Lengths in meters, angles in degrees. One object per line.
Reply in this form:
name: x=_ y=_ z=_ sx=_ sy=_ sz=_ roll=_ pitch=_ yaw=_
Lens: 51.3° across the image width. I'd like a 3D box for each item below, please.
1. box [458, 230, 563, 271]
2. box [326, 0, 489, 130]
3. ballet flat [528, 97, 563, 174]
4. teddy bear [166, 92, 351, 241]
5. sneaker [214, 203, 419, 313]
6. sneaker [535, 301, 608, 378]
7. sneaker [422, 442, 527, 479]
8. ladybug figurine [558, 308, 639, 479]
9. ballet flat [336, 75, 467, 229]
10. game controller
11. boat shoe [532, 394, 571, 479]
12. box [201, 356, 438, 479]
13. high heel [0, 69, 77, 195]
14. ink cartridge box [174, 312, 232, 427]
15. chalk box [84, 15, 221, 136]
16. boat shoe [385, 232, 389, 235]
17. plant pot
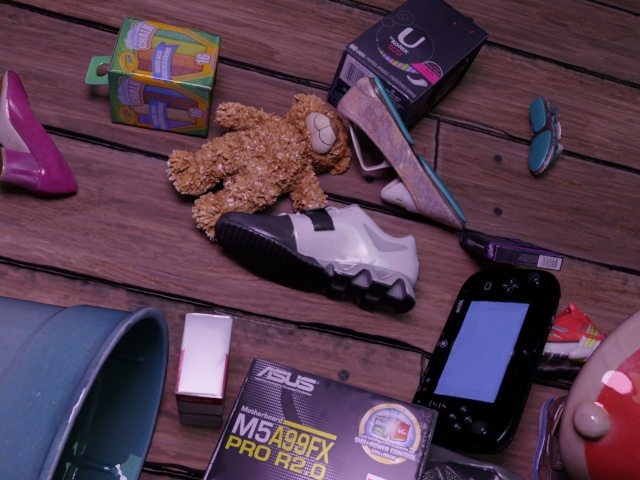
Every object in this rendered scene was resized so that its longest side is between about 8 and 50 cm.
box: x=0.313 y=0.015 z=1.115 sx=0.116 sy=0.162 sz=0.029 roll=9 pitch=100 yaw=-9
box: x=0.166 y=-0.332 z=1.270 sx=0.165 sy=0.143 sz=0.270 roll=40 pitch=59 yaw=9
ballet flat: x=0.452 y=-0.202 z=1.322 sx=0.070 sy=0.070 sz=0.189 roll=15 pitch=62 yaw=-6
teddy bear: x=-0.088 y=-0.135 z=1.114 sx=0.337 sy=0.113 sz=0.245 roll=-12 pitch=67 yaw=-20
sneaker: x=0.000 y=0.000 z=1.055 sx=0.330 sy=0.122 sz=0.146 roll=19 pitch=60 yaw=-10
sneaker: x=0.436 y=0.158 z=1.090 sx=0.278 sy=0.107 sz=0.118 roll=9 pitch=54 yaw=-10
sneaker: x=0.189 y=0.363 z=0.921 sx=0.227 sy=0.087 sz=0.130 roll=17 pitch=60 yaw=-1
ladybug figurine: x=0.500 y=0.233 z=0.925 sx=0.449 sy=0.305 sz=0.162 roll=-2 pitch=19 yaw=-38
ballet flat: x=0.134 y=-0.132 z=1.163 sx=0.106 sy=0.107 sz=0.316 roll=-32 pitch=97 yaw=14
game controller: x=0.250 y=0.171 z=1.011 sx=0.166 sy=0.067 sz=0.319 roll=6 pitch=52 yaw=36
boat shoe: x=0.361 y=0.319 z=0.998 sx=0.066 sy=0.066 sz=0.183 roll=12 pitch=59 yaw=-7
box: x=-0.002 y=0.294 z=0.881 sx=0.270 sy=0.060 sz=0.216 roll=15 pitch=58 yaw=14
high heel: x=-0.460 y=-0.175 z=1.074 sx=0.117 sy=0.082 sz=0.244 roll=13 pitch=40 yaw=-41
ink cartridge box: x=-0.156 y=0.178 z=0.896 sx=0.063 sy=0.150 sz=0.109 roll=6 pitch=60 yaw=-7
chalk box: x=-0.286 y=-0.279 z=1.130 sx=0.212 sy=0.132 sz=0.132 roll=8 pitch=59 yaw=-10
boat shoe: x=0.105 y=0.001 z=1.132 sx=0.100 sy=0.035 sz=0.035 roll=19 pitch=61 yaw=4
plant pot: x=-0.388 y=0.198 z=0.738 sx=0.334 sy=0.341 sz=0.341 roll=14 pitch=58 yaw=2
